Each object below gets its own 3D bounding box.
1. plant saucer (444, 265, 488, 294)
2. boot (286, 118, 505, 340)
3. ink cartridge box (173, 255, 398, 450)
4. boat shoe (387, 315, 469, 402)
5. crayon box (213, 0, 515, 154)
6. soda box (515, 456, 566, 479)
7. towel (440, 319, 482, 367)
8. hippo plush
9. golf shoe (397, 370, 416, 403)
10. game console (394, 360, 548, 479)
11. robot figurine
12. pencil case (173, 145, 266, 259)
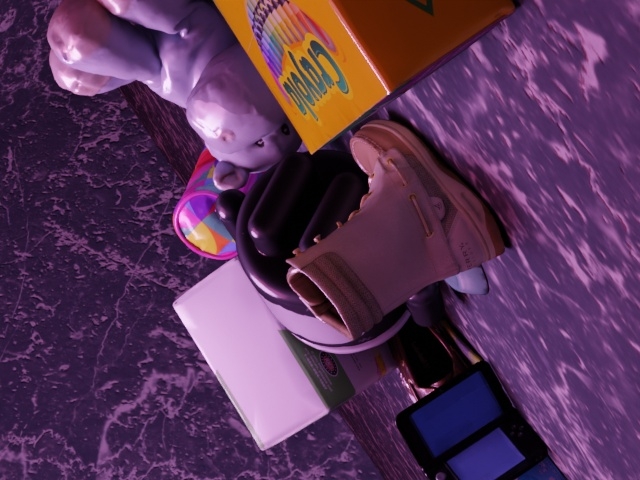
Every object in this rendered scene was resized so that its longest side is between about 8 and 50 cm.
[{"bbox_3d":[0.117,0.006,1.355,0.119,0.021,0.119,57,173,10],"label":"plant saucer"},{"bbox_3d":[0.038,-0.013,1.227,0.213,0.165,0.077,47,166,48],"label":"boot"},{"bbox_3d":[-0.015,0.100,1.695,0.201,0.117,0.278,58,-150,5],"label":"ink cartridge box"},{"bbox_3d":[0.135,0.163,1.594,0.207,0.073,0.073,55,174,18],"label":"boat shoe"},{"bbox_3d":[-0.030,-0.232,1.002,0.313,0.106,0.363,58,173,-2],"label":"crayon box"},{"bbox_3d":[0.260,0.315,1.509,0.210,0.067,0.071,52,171,32],"label":"soda box"},{"bbox_3d":[0.163,0.128,1.596,0.083,0.009,0.060,49,168,48],"label":"towel"},{"bbox_3d":[-0.137,-0.163,1.497,0.236,0.234,0.294,57,172,14],"label":"hippo plush"},{"bbox_3d":[0.166,0.196,1.683,0.198,0.077,0.094,58,156,-12],"label":"golf shoe"},{"bbox_3d":[0.160,0.208,1.506,0.107,0.122,0.071,51,170,44],"label":"game console"},{"bbox_3d":[0.010,0.016,1.467,0.209,0.173,0.278,64,-179,24],"label":"robot figurine"},{"bbox_3d":[-0.098,-0.081,1.655,0.104,0.104,0.236,62,-154,-31],"label":"pencil case"}]
